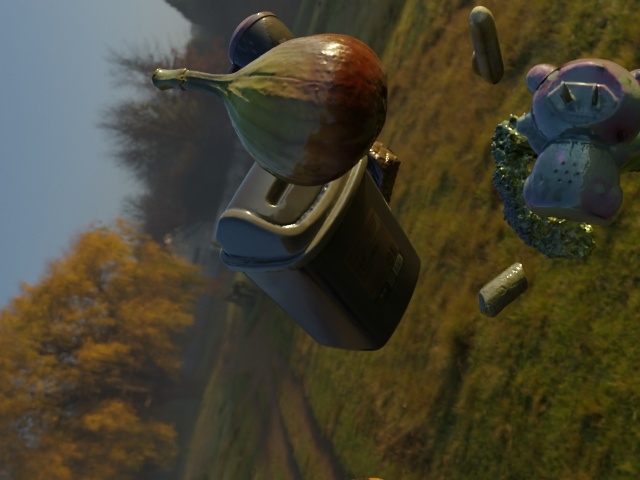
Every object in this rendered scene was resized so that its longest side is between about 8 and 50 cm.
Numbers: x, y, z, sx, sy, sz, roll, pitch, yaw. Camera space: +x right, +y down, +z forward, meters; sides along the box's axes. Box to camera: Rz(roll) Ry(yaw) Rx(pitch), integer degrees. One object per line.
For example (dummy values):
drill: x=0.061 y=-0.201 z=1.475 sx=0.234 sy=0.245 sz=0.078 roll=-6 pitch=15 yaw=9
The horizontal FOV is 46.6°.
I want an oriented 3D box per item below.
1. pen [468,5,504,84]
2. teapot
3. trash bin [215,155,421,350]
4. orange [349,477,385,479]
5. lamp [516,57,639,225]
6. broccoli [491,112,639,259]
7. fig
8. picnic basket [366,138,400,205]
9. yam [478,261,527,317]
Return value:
pen: x=0.192 y=-0.226 z=0.875 sx=0.233 sy=0.040 sz=0.032 roll=17 pitch=-89 yaw=-72
teapot: x=-0.094 y=-0.316 z=1.323 sx=0.148 sy=0.146 sz=0.116 roll=-42 pitch=-16 yaw=-15
trash bin: x=0.000 y=0.000 z=0.993 sx=0.182 sy=0.290 sz=0.209 roll=-2 pitch=48 yaw=40
orange: x=0.082 y=0.530 z=1.290 sx=0.170 sy=0.224 sz=0.224 roll=102 pitch=176 yaw=-48
lamp: x=0.478 y=-0.195 z=1.379 sx=0.247 sy=0.247 sz=0.300 roll=16 pitch=-95 yaw=-61
broccoli: x=0.622 y=-0.114 z=1.785 sx=0.274 sy=0.397 sz=0.353 roll=-78 pitch=-24 yaw=-43
fig: x=-0.045 y=-0.119 z=0.733 sx=0.160 sy=0.231 sz=0.143 roll=-74 pitch=-27 yaw=-74
picnic basket: x=0.085 y=-0.104 z=1.326 sx=0.110 sy=0.055 sz=0.193 roll=48 pitch=153 yaw=26
yam: x=0.409 y=0.113 z=1.678 sx=0.146 sy=0.069 sz=0.070 roll=-36 pitch=-1 yaw=-13
